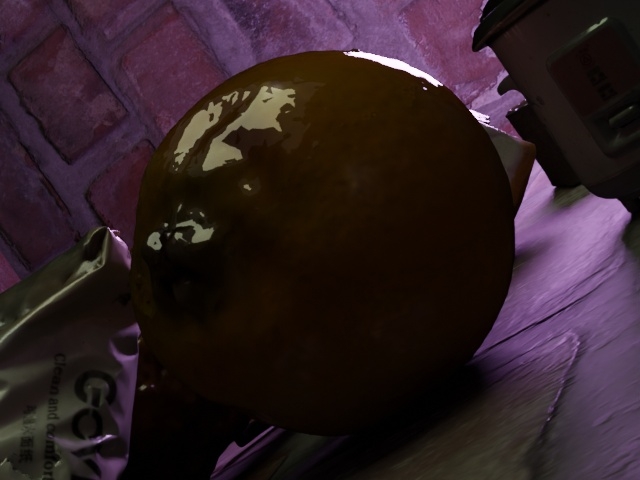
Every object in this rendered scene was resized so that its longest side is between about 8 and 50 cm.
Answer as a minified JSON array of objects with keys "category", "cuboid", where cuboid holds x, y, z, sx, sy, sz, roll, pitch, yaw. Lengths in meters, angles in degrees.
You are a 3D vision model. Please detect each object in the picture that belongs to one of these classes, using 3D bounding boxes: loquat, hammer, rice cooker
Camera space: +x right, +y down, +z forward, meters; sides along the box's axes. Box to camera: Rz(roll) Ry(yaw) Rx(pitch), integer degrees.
[{"category":"loquat","cuboid":[0.000,0.000,0.930,0.328,0.328,0.328,-35,1,1]},{"category":"hammer","cuboid":[-0.019,0.177,1.308,0.201,0.021,0.078,-34,1,-18]},{"category":"rice cooker","cuboid":[0.297,-0.202,1.063,0.317,0.316,0.264,-34,1,45]}]

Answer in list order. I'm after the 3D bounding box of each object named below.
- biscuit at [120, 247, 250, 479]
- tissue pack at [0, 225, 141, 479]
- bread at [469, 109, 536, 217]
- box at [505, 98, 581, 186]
[{"category":"biscuit","cuboid":[-0.175,0.123,1.274,0.343,0.166,0.395,-35,28,48]},{"category":"tissue pack","cuboid":[-0.308,0.204,0.990,0.390,0.195,0.375,-28,49,38]},{"category":"bread","cuboid":[0.118,-0.046,1.386,0.279,0.225,0.250,-49,4,-34]},{"category":"box","cuboid":[0.421,-0.209,1.612,0.273,0.143,0.184,-35,2,4]}]
